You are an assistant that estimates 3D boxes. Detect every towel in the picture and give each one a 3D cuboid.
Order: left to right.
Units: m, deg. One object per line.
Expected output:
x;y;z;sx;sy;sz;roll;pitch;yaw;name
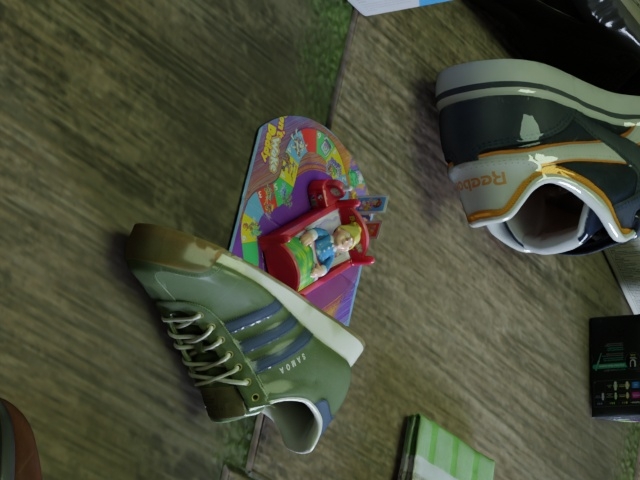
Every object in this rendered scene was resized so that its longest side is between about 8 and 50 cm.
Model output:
0.080;0.210;1.331;0.113;0.023;0.152;38;54;-47;towel

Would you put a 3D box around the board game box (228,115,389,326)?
0.000;0.000;1.236;0.133;0.033;0.169;38;56;-45;board game box

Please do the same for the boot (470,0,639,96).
0.200;-0.299;1.456;0.377;0.138;0.284;44;52;-42;boot

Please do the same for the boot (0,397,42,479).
-0.107;0.208;1.014;0.280;0.096;0.264;3;83;-54;boot

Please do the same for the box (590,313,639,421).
0.256;0.105;1.551;0.062;0.052;0.083;12;75;-52;box

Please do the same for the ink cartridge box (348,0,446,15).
0.026;-0.224;1.239;0.180;0.104;0.060;39;56;-45;ink cartridge box

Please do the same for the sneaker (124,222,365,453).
-0.050;0.066;1.134;0.192;0.064;0.086;33;68;-41;sneaker

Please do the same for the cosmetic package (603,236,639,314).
0.277;0.016;1.584;0.115;0.060;0.041;62;41;-30;cosmetic package

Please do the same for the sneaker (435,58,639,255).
0.207;-0.048;1.447;0.321;0.126;0.127;7;75;-42;sneaker
